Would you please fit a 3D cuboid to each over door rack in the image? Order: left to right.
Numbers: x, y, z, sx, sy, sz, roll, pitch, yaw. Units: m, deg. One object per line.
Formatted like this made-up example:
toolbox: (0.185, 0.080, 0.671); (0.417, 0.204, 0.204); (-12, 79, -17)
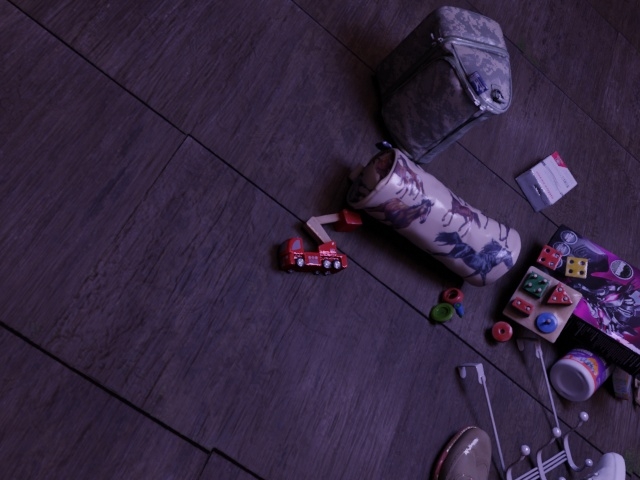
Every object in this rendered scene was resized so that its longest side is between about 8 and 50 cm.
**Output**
over door rack: (0.464, 0.384, 1.609); (0.239, 0.108, 0.324); (-12, 77, -38)

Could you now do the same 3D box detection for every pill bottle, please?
pill bottle: (0.646, 0.297, 1.772); (0.193, 0.108, 0.108); (-28, 87, -40)

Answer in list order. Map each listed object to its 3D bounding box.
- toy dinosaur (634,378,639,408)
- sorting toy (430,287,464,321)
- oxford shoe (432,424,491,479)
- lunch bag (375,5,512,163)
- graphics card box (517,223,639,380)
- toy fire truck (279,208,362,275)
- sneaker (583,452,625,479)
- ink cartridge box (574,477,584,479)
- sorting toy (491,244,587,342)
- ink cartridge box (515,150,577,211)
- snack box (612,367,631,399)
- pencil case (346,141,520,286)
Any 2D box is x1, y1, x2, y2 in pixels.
toy dinosaur: (0.846, 0.348, 1.915); (0.183, 0.053, 0.093); (-49, 140, -29)
sorting toy: (0.290, 0.153, 1.633); (0.102, 0.061, 0.042); (-53, 137, -31)
oxford shoe: (0.284, 0.511, 1.412); (0.123, 0.130, 0.348); (37, 54, -16)
lunch bag: (0.286, -0.343, 1.681); (0.212, 0.305, 0.256); (5, 66, -32)
graphics card box: (0.678, 0.147, 1.759); (0.371, 0.094, 0.233); (34, 58, 17)
toy fire truck: (0.000, 0.000, 1.497); (0.192, 0.047, 0.135); (5, 67, -32)
sneaker: (0.533, 0.542, 1.521); (0.123, 0.106, 0.290); (33, 60, 11)
ink cartridge box: (0.675, 0.630, 1.655); (0.217, 0.092, 0.159); (18, 61, -26)
sorting toy: (0.512, 0.135, 1.674); (0.132, 0.046, 0.275); (32, 81, 15)
ink cartridge box: (0.606, -0.158, 1.975); (0.150, 0.063, 0.109); (-31, 89, -39)
snack box: (0.768, 0.318, 1.864); (0.100, 0.037, 0.141); (60, 41, -41)
pencil case: (0.252, -0.047, 1.614); (0.410, 0.160, 0.183); (31, 18, -22)
